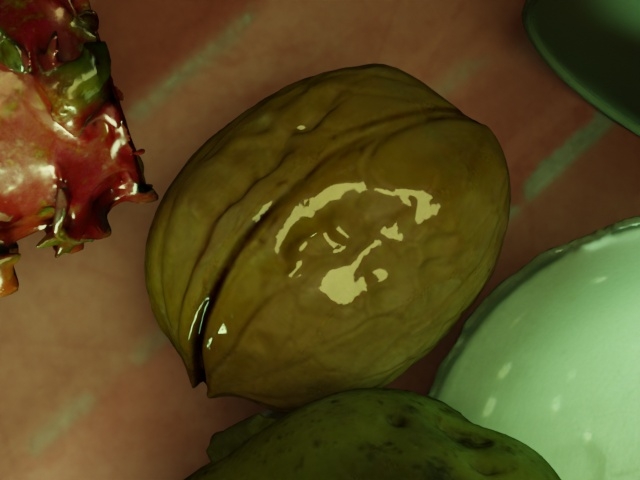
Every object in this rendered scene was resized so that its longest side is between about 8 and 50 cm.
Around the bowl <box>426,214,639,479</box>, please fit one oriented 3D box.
[{"bbox_3d":[0.211,0.125,0.803,0.313,0.146,0.313,7,105,29],"label":"bowl"}]

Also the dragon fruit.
[{"bbox_3d":[-0.146,-0.043,0.766,0.150,0.133,0.207,31,100,-4],"label":"dragon fruit"}]

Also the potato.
[{"bbox_3d":[0.003,0.167,0.757,0.197,0.148,0.228,13,120,-13],"label":"potato"}]

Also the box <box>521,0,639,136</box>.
[{"bbox_3d":[0.227,-0.121,0.795,0.226,0.226,0.149,29,82,-9],"label":"box"}]

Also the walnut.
[{"bbox_3d":[0.000,0.000,0.793,0.144,0.144,0.180,43,87,-6],"label":"walnut"}]
